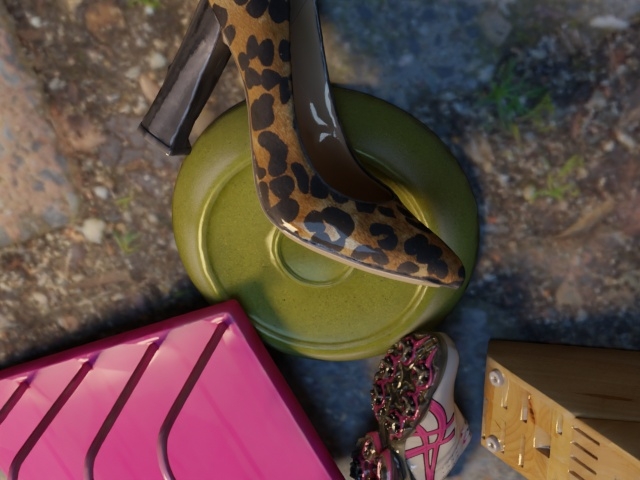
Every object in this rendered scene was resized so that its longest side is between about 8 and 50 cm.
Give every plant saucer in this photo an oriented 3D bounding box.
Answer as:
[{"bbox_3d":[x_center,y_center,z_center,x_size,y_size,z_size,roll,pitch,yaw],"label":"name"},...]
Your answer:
[{"bbox_3d":[0.000,0.000,1.177,0.241,0.037,0.241,4,121,7],"label":"plant saucer"}]

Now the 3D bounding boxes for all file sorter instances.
[{"bbox_3d":[-0.165,0.210,1.220,0.290,0.182,0.202,-18,115,27],"label":"file sorter"}]

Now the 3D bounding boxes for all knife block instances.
[{"bbox_3d":[0.293,0.141,1.191,0.275,0.242,0.088,34,133,45],"label":"knife block"}]

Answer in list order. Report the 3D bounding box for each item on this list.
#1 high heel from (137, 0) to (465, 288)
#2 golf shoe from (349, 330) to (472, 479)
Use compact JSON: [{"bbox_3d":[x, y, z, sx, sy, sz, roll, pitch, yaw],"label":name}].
[{"bbox_3d":[0.018,-0.093,1.061,0.261,0.093,0.186,31,105,8],"label":"high heel"},{"bbox_3d":[0.083,0.140,1.228,0.086,0.067,0.186,-5,133,-24],"label":"golf shoe"}]
